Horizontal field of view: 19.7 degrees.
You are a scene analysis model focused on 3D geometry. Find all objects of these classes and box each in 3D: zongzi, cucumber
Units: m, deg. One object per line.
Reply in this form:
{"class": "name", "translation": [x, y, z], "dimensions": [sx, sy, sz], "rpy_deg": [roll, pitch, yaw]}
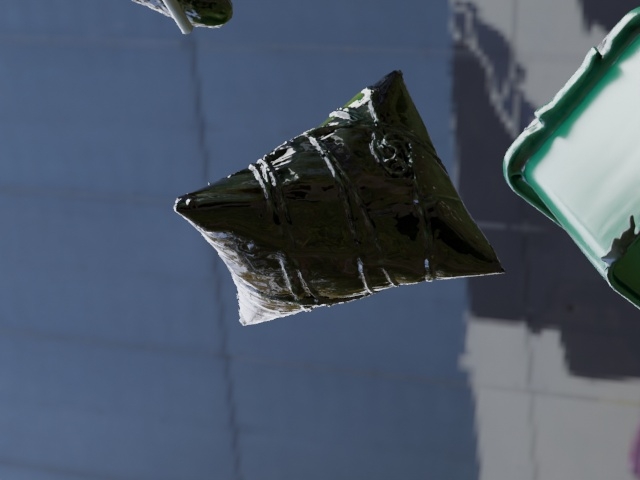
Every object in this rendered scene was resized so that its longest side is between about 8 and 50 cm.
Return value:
{"class": "zongzi", "translation": [0.000, 0.000, 2.443], "dimensions": [0.362, 0.383, 0.319], "rpy_deg": [94, 158, -62]}
{"class": "cucumber", "translation": [-0.220, -0.336, 2.351], "dimensions": [0.074, 0.241, 0.074], "rpy_deg": [-64, -3, -6]}

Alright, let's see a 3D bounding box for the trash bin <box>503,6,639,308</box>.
{"class": "trash bin", "translation": [0.383, -0.060, 1.876], "dimensions": [0.259, 0.295, 0.381], "rpy_deg": [36, -165, -18]}

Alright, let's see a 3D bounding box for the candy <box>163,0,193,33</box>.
{"class": "candy", "translation": [-0.227, -0.366, 2.163], "dimensions": [0.365, 0.124, 0.124], "rpy_deg": [59, -138, -51]}
